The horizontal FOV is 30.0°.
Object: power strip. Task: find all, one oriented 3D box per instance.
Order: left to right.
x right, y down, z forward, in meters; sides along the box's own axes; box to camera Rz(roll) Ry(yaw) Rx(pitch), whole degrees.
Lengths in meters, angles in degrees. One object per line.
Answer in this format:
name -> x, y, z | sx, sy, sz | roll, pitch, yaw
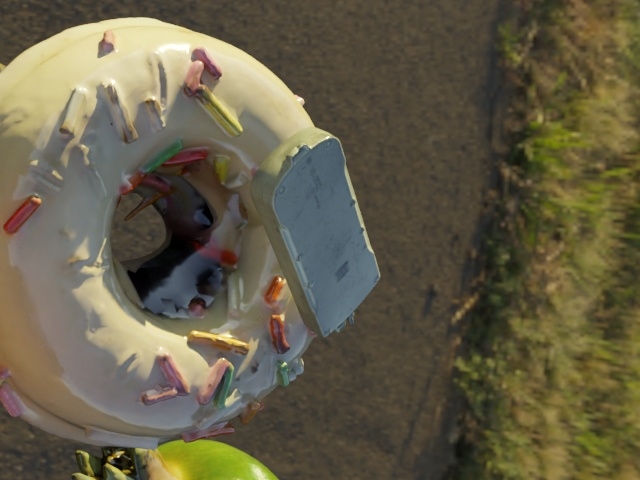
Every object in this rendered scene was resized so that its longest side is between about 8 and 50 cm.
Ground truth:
power strip -> 0.000, 0.000, 0.968 | 0.080, 0.029, 0.227 | -45, 143, -22

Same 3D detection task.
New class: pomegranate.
pomegranate -> -0.153, 0.347, 1.509 | 0.216, 0.310, 0.358 | -40, 121, -18

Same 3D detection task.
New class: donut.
donut -> -0.133, 0.000, 1.009 | 0.383, 0.142, 0.382 | -4, 96, -38

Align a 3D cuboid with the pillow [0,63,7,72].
pillow -> -0.321, -0.122, 1.064 | 0.113, 0.038, 0.203 | -43, 164, 5
